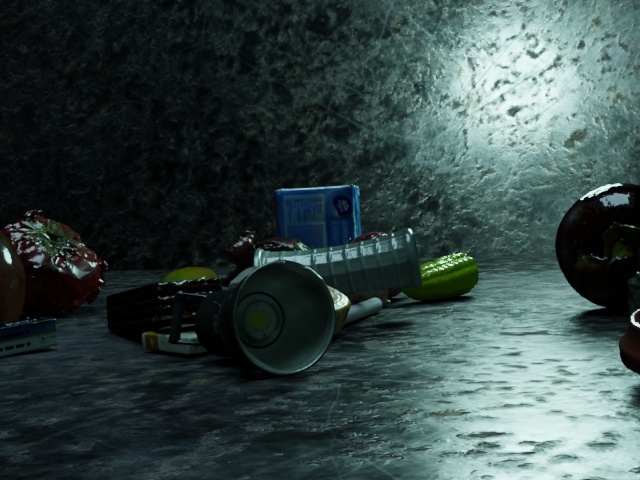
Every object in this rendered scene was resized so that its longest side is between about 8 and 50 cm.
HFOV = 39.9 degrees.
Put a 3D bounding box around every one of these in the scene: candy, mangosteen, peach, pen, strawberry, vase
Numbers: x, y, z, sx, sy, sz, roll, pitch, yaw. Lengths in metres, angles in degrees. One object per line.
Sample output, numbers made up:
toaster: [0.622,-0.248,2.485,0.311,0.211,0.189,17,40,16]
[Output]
candy: [0.251,0.085,1.900,0.209,0.097,0.096,-11,7,-41]
mangosteen: [0.537,0.017,1.549,0.231,0.231,0.289,-3,9,7]
peach: [-0.641,0.073,1.533,0.252,0.252,0.252,-3,2,0]
pen: [0.058,0.132,1.607,0.033,0.033,0.269,-2,2,22]
strawberry: [-0.632,0.075,2.015,0.274,0.220,0.274,30,22,-13]
vase: [0.036,0.058,1.657,0.298,0.143,0.143,-10,1,8]

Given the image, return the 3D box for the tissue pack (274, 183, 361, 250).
tissue pack: [0.000,0.000,2.180,0.198,0.263,0.146,-3,1,11]

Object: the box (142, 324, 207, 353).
box: [-0.159,0.149,1.405,0.122,0.032,0.220,-1,3,43]

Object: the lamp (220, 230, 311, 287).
lamp: [-0.106,0.065,2.022,0.223,0.215,0.151,30,50,20]

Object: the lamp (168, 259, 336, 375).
lamp: [-0.090,0.112,1.212,0.172,0.147,0.227,11,-12,-26]

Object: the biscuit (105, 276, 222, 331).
biscuit: [-0.276,0.114,1.510,0.107,0.073,0.388,-3,-4,-26]

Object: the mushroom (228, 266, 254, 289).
mushroom: [-0.084,0.100,1.801,0.212,0.097,0.088,7,25,-18]

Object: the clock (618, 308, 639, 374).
clock: [0.476,0.111,0.914,0.318,0.080,0.318,-6,6,1]

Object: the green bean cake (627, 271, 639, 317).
green bean cake: [0.570,0.083,1.341,0.173,0.094,0.181,-1,4,36]

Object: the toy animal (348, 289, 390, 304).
toy animal: [0.093,0.098,1.839,0.083,0.089,0.150,-8,-5,-23]

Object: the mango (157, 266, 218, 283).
mango: [-0.311,0.113,2.040,0.130,0.092,0.194,0,12,17]

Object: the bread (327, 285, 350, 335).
bread: [-0.022,0.108,1.405,0.122,0.073,0.149,27,20,31]

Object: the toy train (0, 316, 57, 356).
toy train: [-0.536,0.162,1.389,0.234,0.051,0.052,-9,5,-38]

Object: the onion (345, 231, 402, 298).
onion: [0.147,0.063,1.977,0.195,0.159,0.159,15,-10,-39]
